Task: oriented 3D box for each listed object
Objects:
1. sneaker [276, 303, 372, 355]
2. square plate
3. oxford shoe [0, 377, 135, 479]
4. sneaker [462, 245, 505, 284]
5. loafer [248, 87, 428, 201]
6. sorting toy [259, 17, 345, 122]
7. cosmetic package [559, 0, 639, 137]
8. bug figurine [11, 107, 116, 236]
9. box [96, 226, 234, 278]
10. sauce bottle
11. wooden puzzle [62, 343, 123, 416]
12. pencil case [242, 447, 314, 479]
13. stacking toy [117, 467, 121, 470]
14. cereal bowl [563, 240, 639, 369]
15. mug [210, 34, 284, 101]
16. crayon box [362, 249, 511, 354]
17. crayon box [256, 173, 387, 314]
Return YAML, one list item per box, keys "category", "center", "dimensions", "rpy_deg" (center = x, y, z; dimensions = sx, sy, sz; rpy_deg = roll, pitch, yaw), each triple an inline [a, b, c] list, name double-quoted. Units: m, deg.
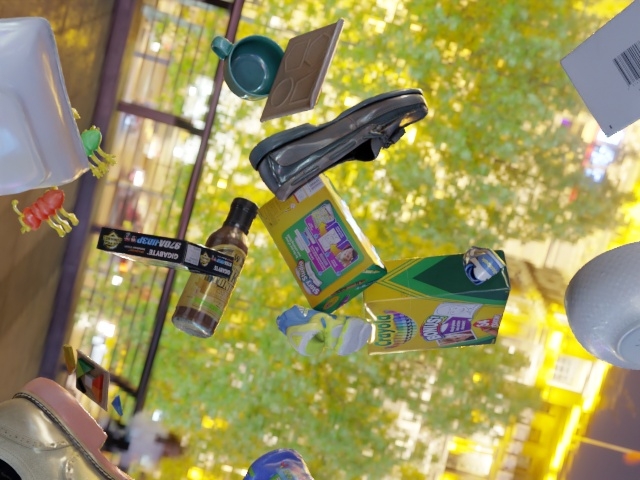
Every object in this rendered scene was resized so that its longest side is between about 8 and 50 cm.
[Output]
- category: "sneaker"
  center: [0.003, 0.171, 1.965]
  dimensions: [0.240, 0.126, 0.091]
  rpy_deg: [7, 114, -54]
- category: "square plate"
  center: [-0.447, -0.116, 1.053]
  dimensions: [0.344, 0.347, 0.049]
  rpy_deg: [104, -23, -67]
- category: "oxford shoe"
  center: [-0.260, 0.341, 1.090]
  dimensions: [0.146, 0.397, 0.140]
  rpy_deg: [-31, 156, -45]
- category: "sneaker"
  center: [0.282, 0.046, 1.733]
  dimensions: [0.059, 0.053, 0.144]
  rpy_deg: [-47, -177, -7]
- category: "loafer"
  center: [0.037, -0.125, 1.291]
  dimensions: [0.084, 0.268, 0.096]
  rpy_deg: [62, -20, 17]
- category: "sorting toy"
  center: [-0.032, -0.324, 1.862]
  dimensions: [0.208, 0.038, 0.193]
  rpy_deg: [-7, -120, 57]
- category: "cosmetic package"
  center: [0.494, -0.277, 1.301]
  dimensions: [0.225, 0.138, 0.224]
  rpy_deg: [-27, 174, -28]
- category: "bug figurine"
  center: [-0.478, -0.153, 1.620]
  dimensions: [0.216, 0.279, 0.072]
  rpy_deg: [-41, 158, 7]
- category: "box"
  center: [-0.313, 0.025, 1.937]
  dimensions: [0.175, 0.220, 0.051]
  rpy_deg: [25, 75, -61]
- category: "sauce bottle"
  center: [-0.239, 0.057, 2.257]
  dimensions: [0.111, 0.111, 0.344]
  rpy_deg: [115, -4, -69]
- category: "wooden puzzle"
  center: [-0.311, 0.190, 1.293]
  dimensions: [0.014, 0.116, 0.078]
  rpy_deg: [-26, 126, -44]
- category: "pencil case"
  center: [-0.035, 0.479, 1.551]
  dimensions: [0.306, 0.133, 0.119]
  rpy_deg: [-126, -146, -49]
- category: "stacking toy"
  center: [-0.413, 0.409, 1.286]
  dimensions: [0.309, 0.280, 0.130]
  rpy_deg: [34, 30, -60]
- category: "cereal bowl"
  center: [0.673, 0.158, 1.939]
  dimensions: [0.339, 0.339, 0.141]
  rpy_deg: [109, -10, -47]
- category: "mug"
  center: [-0.147, -0.371, 2.015]
  dimensions: [0.157, 0.129, 0.097]
  rpy_deg: [64, -16, -6]
- category: "crayon box"
  center: [0.255, 0.152, 2.194]
  dimensions: [0.363, 0.313, 0.106]
  rpy_deg: [80, 4, -64]
- category: "crayon box"
  center: [0.000, 0.000, 2.046]
  dimensions: [0.165, 0.278, 0.081]
  rpy_deg: [-37, 153, 13]
